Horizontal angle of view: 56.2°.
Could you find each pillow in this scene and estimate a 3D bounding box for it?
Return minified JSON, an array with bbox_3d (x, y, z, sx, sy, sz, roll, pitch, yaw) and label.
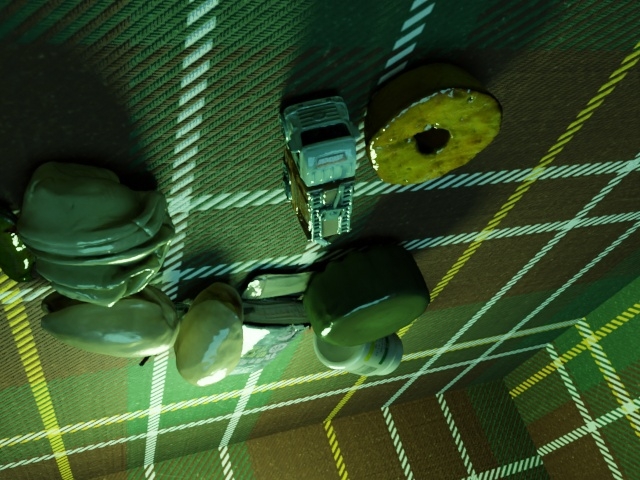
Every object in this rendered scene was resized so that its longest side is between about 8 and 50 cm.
[{"bbox_3d":[-0.109,0.126,1.709,0.233,0.038,0.130,-4,145,-32],"label":"pillow"}]

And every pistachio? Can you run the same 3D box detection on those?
[{"bbox_3d":[-0.489,0.182,1.417,0.318,0.193,0.213,9,130,-24],"label":"pistachio"},{"bbox_3d":[-0.297,0.267,1.633,0.188,0.187,0.299,3,123,-35],"label":"pistachio"}]

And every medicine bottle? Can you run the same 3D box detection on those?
[{"bbox_3d":[0.145,0.364,2.096,0.208,0.208,0.340,-31,149,20],"label":"medicine bottle"}]

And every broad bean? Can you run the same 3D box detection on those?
[{"bbox_3d":[-0.609,0.007,1.174,0.077,0.061,0.339,-4,148,-12],"label":"broad bean"}]

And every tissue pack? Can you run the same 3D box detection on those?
[{"bbox_3d":[-0.221,0.303,1.868,0.260,0.122,0.361,4,145,-33],"label":"tissue pack"}]

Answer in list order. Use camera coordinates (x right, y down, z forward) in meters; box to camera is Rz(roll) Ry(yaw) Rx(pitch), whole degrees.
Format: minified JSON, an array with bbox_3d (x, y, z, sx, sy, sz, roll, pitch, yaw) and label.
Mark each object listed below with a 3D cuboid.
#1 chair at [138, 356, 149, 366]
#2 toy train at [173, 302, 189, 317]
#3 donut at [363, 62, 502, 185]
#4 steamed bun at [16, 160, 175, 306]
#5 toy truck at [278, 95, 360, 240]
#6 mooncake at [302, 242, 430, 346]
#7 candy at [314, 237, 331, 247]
[{"bbox_3d":[-0.453,0.251,1.691,0.084,0.101,0.212,-36,-176,29],"label":"chair"},{"bbox_3d":[-0.449,0.189,1.601,0.208,0.047,0.043,4,145,-34],"label":"toy train"},{"bbox_3d":[0.216,-0.238,1.217,0.303,0.110,0.303,-15,153,-8],"label":"donut"},{"bbox_3d":[-0.414,0.001,1.137,0.276,0.203,0.289,-10,149,-17],"label":"steamed bun"},{"bbox_3d":[0.002,-0.133,1.205,0.136,0.162,0.305,-15,151,-9],"label":"toy truck"},{"bbox_3d":[0.129,0.160,1.747,0.357,0.194,0.356,-16,151,-9],"label":"mooncake"},{"bbox_3d":[-0.001,0.000,1.577,0.030,0.020,0.083,-33,148,19],"label":"candy"}]
